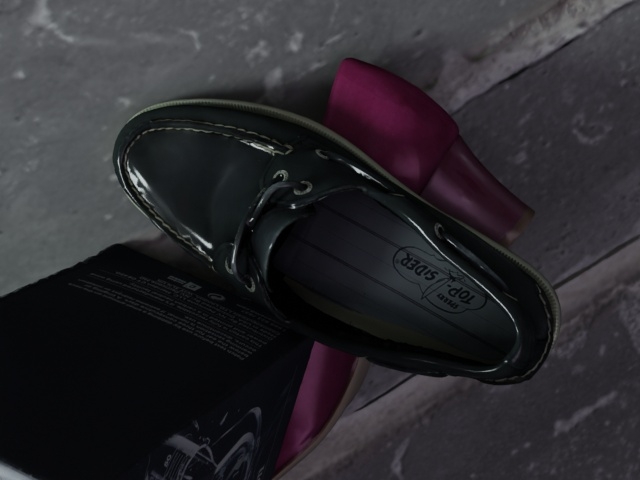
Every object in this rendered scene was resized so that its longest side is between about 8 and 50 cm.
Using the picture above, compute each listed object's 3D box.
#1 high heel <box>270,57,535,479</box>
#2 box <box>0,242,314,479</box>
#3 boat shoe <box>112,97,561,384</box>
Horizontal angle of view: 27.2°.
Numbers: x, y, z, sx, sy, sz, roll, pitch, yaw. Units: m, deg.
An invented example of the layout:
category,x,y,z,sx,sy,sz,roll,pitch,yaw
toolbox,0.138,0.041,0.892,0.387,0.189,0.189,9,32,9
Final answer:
category,x,y,z,sx,sy,sz,roll,pitch,yaw
high heel,-0.024,0.045,1.019,0.181,0.127,0.377,43,102,0
box,-0.181,0.218,0.881,0.179,0.312,0.343,23,111,18
boat shoe,-0.001,0.004,0.887,0.340,0.113,0.127,32,104,7
